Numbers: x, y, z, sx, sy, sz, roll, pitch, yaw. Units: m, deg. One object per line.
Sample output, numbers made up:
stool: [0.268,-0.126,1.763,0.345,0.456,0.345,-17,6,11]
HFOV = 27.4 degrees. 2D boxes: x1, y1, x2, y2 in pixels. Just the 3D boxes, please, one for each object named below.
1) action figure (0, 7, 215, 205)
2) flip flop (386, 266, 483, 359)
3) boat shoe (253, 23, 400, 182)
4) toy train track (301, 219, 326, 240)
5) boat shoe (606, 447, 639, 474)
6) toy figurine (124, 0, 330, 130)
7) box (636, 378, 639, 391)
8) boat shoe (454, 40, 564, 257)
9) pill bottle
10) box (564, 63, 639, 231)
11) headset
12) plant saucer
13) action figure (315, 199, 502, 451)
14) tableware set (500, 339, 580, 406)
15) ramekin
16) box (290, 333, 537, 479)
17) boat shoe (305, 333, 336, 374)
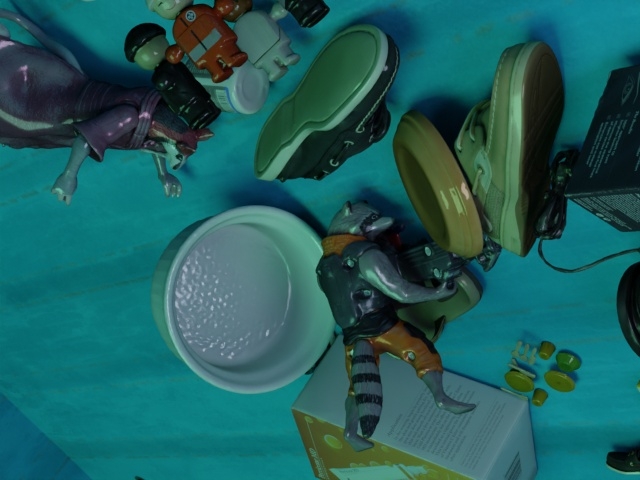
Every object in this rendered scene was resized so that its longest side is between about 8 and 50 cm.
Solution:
action figure: [-0.322,-0.195,1.942,0.370,0.248,0.276,8,98,19]
flip flop: [0.146,0.114,1.935,0.112,0.080,0.277,39,149,-5]
boat shoe: [0.031,-0.157,1.659,0.113,0.127,0.340,14,148,-23]
toy train track: [0.000,0.000,1.988,0.083,0.014,0.048,39,149,-4]
boat shoe: [0.477,0.325,1.937,0.133,0.049,0.042,2,108,53]
toy figurine: [-0.116,-0.259,1.569,0.148,0.209,0.213,51,156,6]
box: [0.522,0.213,1.740,0.179,0.043,0.105,-5,130,51]
boat shoe: [0.209,-0.105,1.539,0.110,0.122,0.341,22,148,20]
pill bottle: [-0.144,-0.214,1.777,0.137,0.078,0.078,10,141,36]
box: [0.354,-0.097,1.336,0.093,0.156,0.158,30,164,-25]
headset: [0.437,0.031,1.529,0.394,0.185,0.243,20,153,-3]
plant saucer: [0.140,-0.065,1.636,0.200,0.037,0.200,62,172,15]
action figure: [0.099,0.091,1.787,0.341,0.178,0.330,-32,69,47]
tableware set: [0.326,0.196,1.930,0.104,0.024,0.154,24,146,13]
ramekin: [-0.121,0.085,1.976,0.277,0.277,0.135,47,164,-18]
box: [0.155,0.324,2.125,0.345,0.168,0.215,17,145,28]
boat shoe: [-0.062,0.115,2.139,0.095,0.079,0.254,7,139,39]
